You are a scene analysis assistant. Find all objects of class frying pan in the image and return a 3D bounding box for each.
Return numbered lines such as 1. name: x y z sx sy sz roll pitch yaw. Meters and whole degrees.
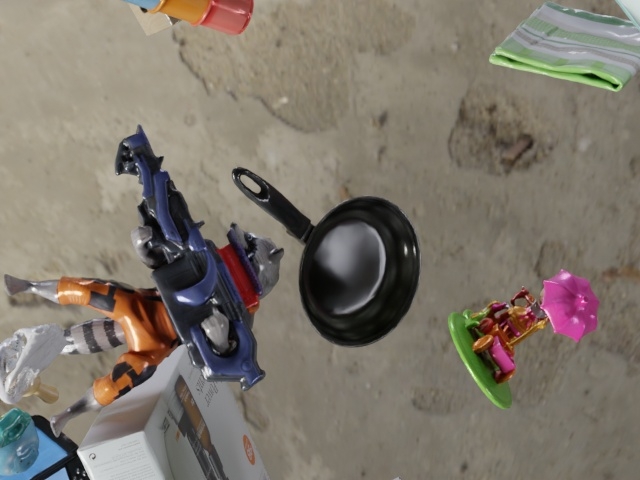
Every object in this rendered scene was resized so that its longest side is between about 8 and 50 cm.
1. frying pan: -0.004 0.029 1.578 0.326 0.053 0.197 10 92 -36

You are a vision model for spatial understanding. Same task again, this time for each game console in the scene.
1. game console: -0.357 0.303 1.539 0.144 0.085 0.124 -33 63 15

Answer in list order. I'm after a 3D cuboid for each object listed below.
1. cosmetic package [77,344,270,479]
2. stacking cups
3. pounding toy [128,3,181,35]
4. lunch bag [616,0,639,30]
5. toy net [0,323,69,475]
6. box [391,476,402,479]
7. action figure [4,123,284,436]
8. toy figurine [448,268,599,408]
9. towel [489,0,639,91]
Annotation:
1. cosmetic package: -0.177 0.303 1.664 0.097 0.377 0.284 -17 105 10
2. stacking cups: -0.237 -0.333 1.616 0.316 0.096 0.096 18 66 -29
3. pounding toy: -0.255 -0.398 2.022 0.130 0.141 0.100 -36 107 -25
4. lunch bag: 0.325 -0.238 0.847 0.279 0.224 0.108 -48 58 13
5. toy net: -0.298 0.158 1.175 0.045 0.232 0.122 36 42 19
6. box: 0.026 0.404 1.498 0.231 0.262 0.127 -27 70 -4
7. action figure: -0.208 0.046 1.542 0.330 0.178 0.341 -18 82 -5
8. toy figurine: 0.252 0.094 1.479 0.159 0.173 0.130 -33 101 16
9. towel: 0.214 -0.164 1.040 0.113 0.023 0.152 15 27 19
